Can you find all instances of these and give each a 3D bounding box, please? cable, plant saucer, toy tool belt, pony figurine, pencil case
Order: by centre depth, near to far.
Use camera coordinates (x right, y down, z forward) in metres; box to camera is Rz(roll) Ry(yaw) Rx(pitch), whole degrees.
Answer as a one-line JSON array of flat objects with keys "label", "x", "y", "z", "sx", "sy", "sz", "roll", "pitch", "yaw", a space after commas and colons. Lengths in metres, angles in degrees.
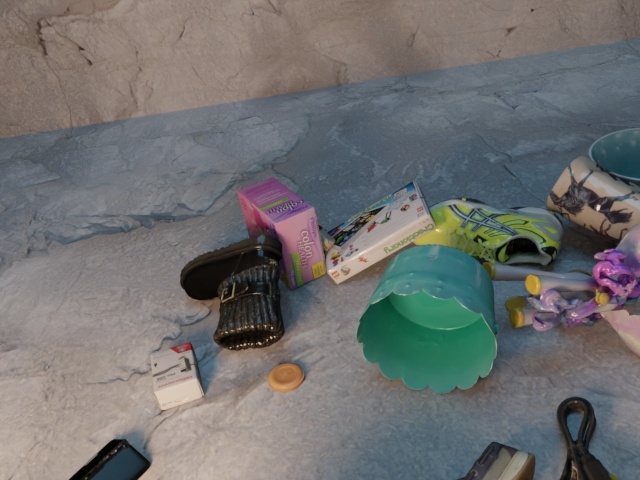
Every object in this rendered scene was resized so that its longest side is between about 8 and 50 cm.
[{"label": "cable", "x": 0.448, "y": 0.390, "z": 1.044, "sx": 0.139, "sy": 0.072, "sz": 0.287, "roll": -24, "pitch": 18, "yaw": 12}, {"label": "pony figurine", "x": 0.563, "y": 0.101, "z": 1.236, "sx": 0.364, "sy": 0.302, "sz": 0.351, "roll": -2, "pitch": 5, "yaw": -12}, {"label": "plant saucer", "x": -0.076, "y": 0.299, "z": 1.354, "sx": 0.084, "sy": 0.013, "sz": 0.083, "roll": -7, "pitch": 33, "yaw": 5}, {"label": "pencil case", "x": 0.745, "y": -0.061, "z": 1.458, "sx": 0.184, "sy": 0.159, "sz": 0.410, "roll": -9, "pitch": 36, "yaw": -44}, {"label": "toy tool belt", "x": 0.000, "y": 0.000, "z": 1.668, "sx": 0.052, "sy": 0.051, "sz": 0.083, "roll": 8, "pitch": 31, "yaw": -40}]

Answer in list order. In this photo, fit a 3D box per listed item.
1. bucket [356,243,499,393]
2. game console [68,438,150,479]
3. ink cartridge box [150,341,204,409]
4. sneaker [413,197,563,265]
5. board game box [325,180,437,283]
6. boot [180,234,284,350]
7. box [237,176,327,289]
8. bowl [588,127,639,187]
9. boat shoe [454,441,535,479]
[{"label": "bucket", "x": 0.227, "y": 0.156, "z": 1.255, "sx": 0.281, "sy": 0.281, "sz": 0.183, "roll": 2, "pitch": 35, "yaw": 20}, {"label": "game console", "x": -0.419, "y": 0.461, "z": 1.212, "sx": 0.107, "sy": 0.071, "sz": 0.122, "roll": -21, "pitch": 16, "yaw": 48}, {"label": "ink cartridge box", "x": -0.325, "y": 0.303, "z": 1.384, "sx": 0.099, "sy": 0.056, "sz": 0.135, "roll": -17, "pitch": 32, "yaw": -10}, {"label": "sneaker", "x": 0.417, "y": -0.015, "z": 1.568, "sx": 0.385, "sy": 0.145, "sz": 0.147, "roll": 0, "pitch": 34, "yaw": 20}, {"label": "board game box", "x": 0.150, "y": -0.025, "z": 1.641, "sx": 0.305, "sy": 0.053, "sz": 0.193, "roll": -31, "pitch": 29, "yaw": 16}, {"label": "boot", "x": -0.232, "y": 0.154, "z": 1.522, "sx": 0.348, "sy": 0.131, "sz": 0.260, "roll": -24, "pitch": 54, "yaw": 36}, {"label": "box", "x": -0.106, "y": -0.024, "z": 1.675, "sx": 0.117, "sy": 0.213, "sz": 0.243, "roll": -25, "pitch": 36, "yaw": -21}, {"label": "bowl", "x": 0.881, "y": -0.165, "z": 1.637, "sx": 0.312, "sy": 0.163, "sz": 0.311, "roll": -9, "pitch": 32, "yaw": 5}, {"label": "boat shoe", "x": 0.243, "y": 0.428, "z": 0.985, "sx": 0.092, "sy": 0.102, "sz": 0.285, "roll": 16, "pitch": 37, "yaw": 43}]
